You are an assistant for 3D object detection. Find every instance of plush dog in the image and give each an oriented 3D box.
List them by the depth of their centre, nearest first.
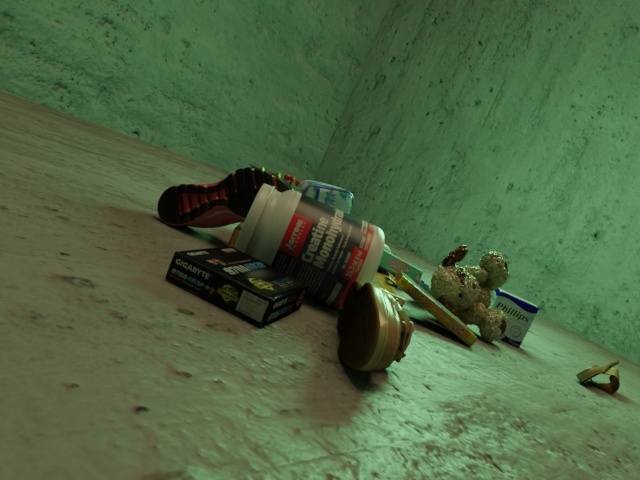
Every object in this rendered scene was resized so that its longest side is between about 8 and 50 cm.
[{"bbox_3d":[0.393,0.142,1.629,0.211,0.262,0.226,-11,-29,44],"label":"plush dog"}]

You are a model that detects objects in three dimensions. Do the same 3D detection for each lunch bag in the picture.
[{"bbox_3d":[-0.010,-0.059,1.691,0.176,0.218,0.090,12,10,-28],"label":"lunch bag"}]

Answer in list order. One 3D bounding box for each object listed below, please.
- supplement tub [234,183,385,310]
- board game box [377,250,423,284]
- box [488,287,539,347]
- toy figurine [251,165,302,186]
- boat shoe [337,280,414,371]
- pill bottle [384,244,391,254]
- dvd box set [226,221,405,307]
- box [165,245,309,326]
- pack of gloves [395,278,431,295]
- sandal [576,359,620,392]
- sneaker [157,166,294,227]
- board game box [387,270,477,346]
[{"bbox_3d":[-0.024,0.013,1.187,0.273,0.191,0.191,23,6,-4],"label":"supplement tub"},{"bbox_3d":[0.166,0.075,1.662,0.160,0.047,0.210,29,-14,-25],"label":"board game box"},{"bbox_3d":[0.564,0.230,1.746,0.126,0.137,0.072,25,7,8],"label":"box"},{"bbox_3d":[-0.169,-0.133,1.944,0.363,0.191,0.217,25,11,20],"label":"toy figurine"},{"bbox_3d":[0.100,0.136,0.936,0.110,0.121,0.341,23,5,-2],"label":"boat shoe"},{"bbox_3d":[0.119,0.030,1.886,0.118,0.117,0.208,17,9,-44],"label":"pill bottle"},{"bbox_3d":[-0.012,0.058,1.440,0.421,0.062,0.307,23,7,-3],"label":"dvd box set"},{"bbox_3d":[-0.129,0.070,0.974,0.175,0.051,0.220,25,7,12],"label":"box"},{"bbox_3d":[0.274,0.136,1.780,0.195,0.046,0.232,38,-5,25],"label":"pack of gloves"},{"bbox_3d":[0.800,0.396,1.634,0.240,0.088,0.079,7,48,-46],"label":"sandal"},{"bbox_3d":[-0.208,-0.091,1.344,0.314,0.115,0.136,-5,-9,7],"label":"sneaker"},{"bbox_3d":[0.277,0.161,1.462,0.260,0.039,0.124,37,6,1],"label":"board game box"}]
